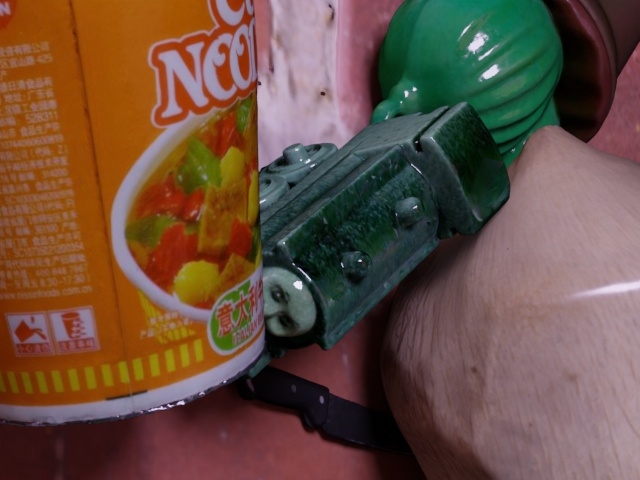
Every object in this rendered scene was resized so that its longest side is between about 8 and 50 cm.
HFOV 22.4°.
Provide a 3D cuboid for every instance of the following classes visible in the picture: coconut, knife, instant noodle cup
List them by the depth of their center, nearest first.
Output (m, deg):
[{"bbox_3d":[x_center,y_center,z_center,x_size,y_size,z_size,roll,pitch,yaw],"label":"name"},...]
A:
[{"bbox_3d":[-0.089,-0.041,0.568,0.168,0.168,0.185,-28,115,-51],"label":"instant noodle cup"},{"bbox_3d":[0.011,0.086,0.786,0.170,0.010,0.023,26,64,-50],"label":"knife"},{"bbox_3d":[0.127,0.054,0.792,0.224,0.224,0.224,11,76,-52],"label":"coconut"}]

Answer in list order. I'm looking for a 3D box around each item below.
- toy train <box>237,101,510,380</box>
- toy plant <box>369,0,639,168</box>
[{"bbox_3d":[0.000,0.000,0.703,0.170,0.111,0.071,-41,112,-48],"label":"toy train"},{"bbox_3d":[0.096,-0.085,0.857,0.200,0.105,0.143,-39,131,-29],"label":"toy plant"}]
